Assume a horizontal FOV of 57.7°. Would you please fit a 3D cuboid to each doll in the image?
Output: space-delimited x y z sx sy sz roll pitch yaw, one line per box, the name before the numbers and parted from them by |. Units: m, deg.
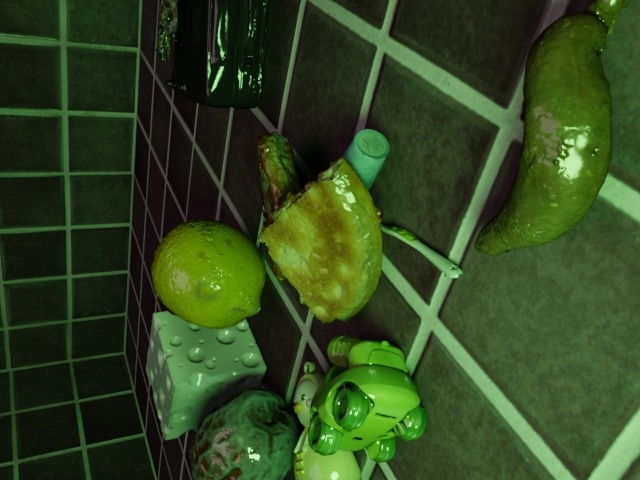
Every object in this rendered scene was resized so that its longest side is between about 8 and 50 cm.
doll | -0.004 0.374 1.088 0.141 0.117 0.296 -46 54 52

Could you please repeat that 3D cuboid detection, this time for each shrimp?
shrimp | -0.354 -0.491 1.340 0.091 0.034 0.161 42 128 47

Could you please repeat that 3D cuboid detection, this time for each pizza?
pizza | 0.000 0.000 0.971 0.226 0.086 0.335 19 133 25

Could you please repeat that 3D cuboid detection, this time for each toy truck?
toy truck | 0.070 0.233 0.919 0.187 0.148 0.210 -41 37 55

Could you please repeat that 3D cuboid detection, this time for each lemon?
lemon | -0.264 0.083 1.408 0.310 0.258 0.258 36 128 27

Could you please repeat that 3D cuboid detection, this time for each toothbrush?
toothbrush | 0.129 -0.001 0.884 0.263 0.022 0.026 42 142 53

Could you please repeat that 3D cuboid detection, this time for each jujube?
jujube | -0.176 0.464 1.300 0.215 0.246 0.308 36 125 1

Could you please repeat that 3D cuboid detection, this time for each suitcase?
suitcase | -0.230 -0.484 1.322 0.339 0.188 0.345 36 123 57

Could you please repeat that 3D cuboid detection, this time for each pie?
pie | -0.073 -0.056 1.155 0.308 0.085 0.308 172 90 -80

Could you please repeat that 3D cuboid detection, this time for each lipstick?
lipstick | 0.041 -0.082 0.993 0.274 0.068 0.061 120 139 -57

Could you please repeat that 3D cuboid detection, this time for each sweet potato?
sweet potato | 0.237 -0.095 0.584 0.124 0.098 0.310 -99 16 -61

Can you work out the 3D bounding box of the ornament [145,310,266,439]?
ornament | -0.311 0.338 1.538 0.240 0.240 0.239 58 142 41
